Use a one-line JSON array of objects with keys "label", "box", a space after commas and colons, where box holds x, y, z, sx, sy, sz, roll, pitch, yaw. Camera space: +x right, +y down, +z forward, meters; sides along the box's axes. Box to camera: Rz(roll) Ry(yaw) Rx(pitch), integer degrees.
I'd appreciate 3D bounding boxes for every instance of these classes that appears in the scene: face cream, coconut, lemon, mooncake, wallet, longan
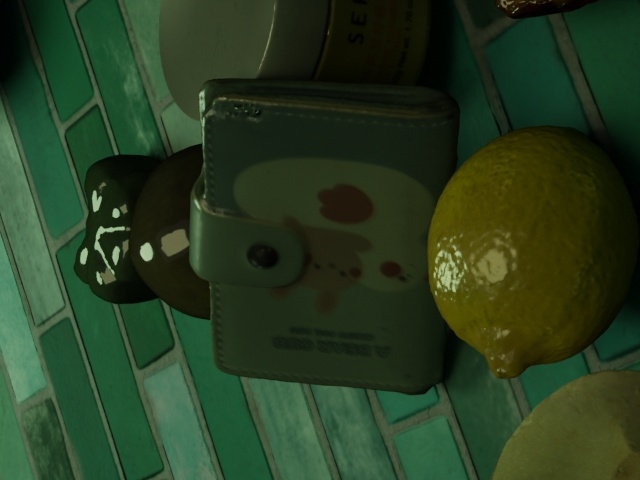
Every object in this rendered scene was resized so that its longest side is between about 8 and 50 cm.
[{"label": "face cream", "box": [-0.026, -0.212, 1.662, 0.218, 0.179, 0.218, -9, 79, 55]}, {"label": "coconut", "box": [0.249, 0.232, 1.424, 0.259, 0.259, 0.259, 11, 105, 47]}, {"label": "lemon", "box": [0.183, 0.005, 1.492, 0.186, 0.187, 0.244, -4, 62, 49]}, {"label": "mooncake", "box": [-0.227, -0.014, 2.018, 0.168, 0.104, 0.175, -21, 77, 54]}, {"label": "wallet", "box": [0.000, 0.000, 1.619, 0.252, 0.083, 0.360, 6, 130, 6]}, {"label": "longan", "box": [-0.105, -0.010, 1.808, 0.220, 0.196, 0.197, -153, 58, -82]}]

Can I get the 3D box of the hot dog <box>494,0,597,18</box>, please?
[{"label": "hot dog", "box": [0.191, -0.328, 1.473, 0.175, 0.114, 0.259, -2, 109, 47]}]
